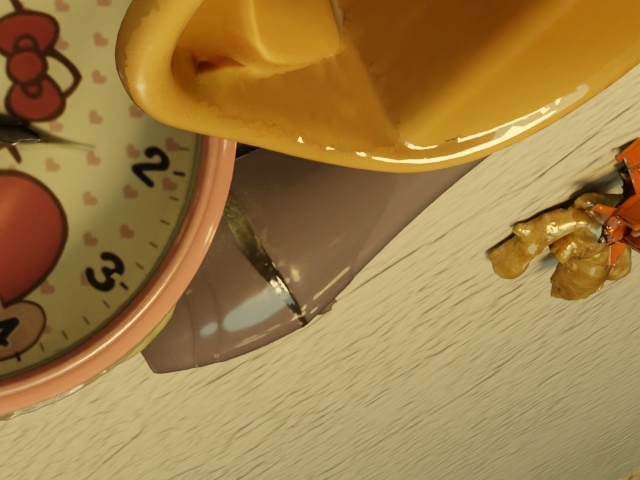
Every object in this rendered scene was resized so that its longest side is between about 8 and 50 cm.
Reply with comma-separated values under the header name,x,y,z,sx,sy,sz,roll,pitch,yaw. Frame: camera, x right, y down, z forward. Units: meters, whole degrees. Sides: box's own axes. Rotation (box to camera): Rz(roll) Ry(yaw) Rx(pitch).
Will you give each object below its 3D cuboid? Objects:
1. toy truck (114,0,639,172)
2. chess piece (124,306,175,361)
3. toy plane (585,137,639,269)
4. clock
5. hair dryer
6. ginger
name,x,y,z,sx,sy,sz,roll,pitch,yaw
toy truck,0.031,-0.161,0.631,0.288,0.212,0.204,-1,151,-43
chess piece,-0.140,-0.016,0.882,0.182,0.182,0.330,-23,167,-8
toy plane,0.307,-0.055,1.481,0.188,0.062,0.135,-45,132,-20
clock,-0.153,-0.046,0.673,0.244,0.244,0.056,-23,-174,-8
hair dryer,0.000,0.000,1.222,0.301,0.121,0.361,-33,171,-6
ginger,0.243,0.007,1.569,0.193,0.053,0.176,-12,157,-30
